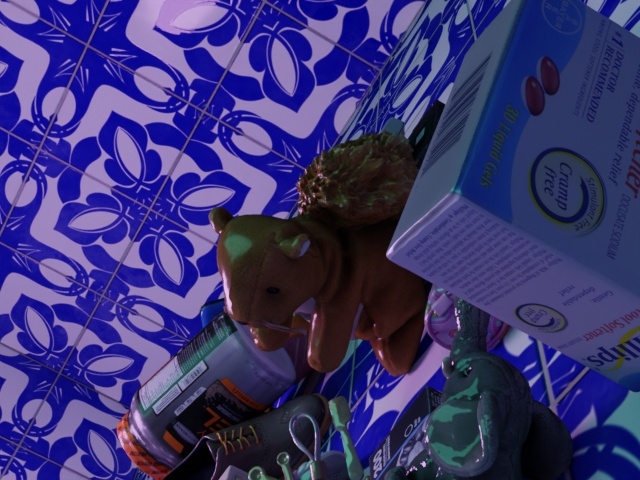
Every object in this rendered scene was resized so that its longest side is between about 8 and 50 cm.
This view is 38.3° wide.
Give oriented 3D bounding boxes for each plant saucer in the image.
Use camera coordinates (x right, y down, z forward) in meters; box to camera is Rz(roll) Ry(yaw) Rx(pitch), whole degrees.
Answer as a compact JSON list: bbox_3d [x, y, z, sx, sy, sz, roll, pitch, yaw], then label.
[{"bbox_3d":[-0.041,0.168,2.063,0.332,0.084,0.332,-174,90,-87],"label":"plant saucer"}]

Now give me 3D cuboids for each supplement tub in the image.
[{"bbox_3d":[-0.231,0.312,1.842,0.338,0.207,0.207,-43,13,8],"label":"supplement tub"}]

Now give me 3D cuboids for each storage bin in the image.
[{"bbox_3d":[0.240,-0.195,1.921,0.122,0.084,0.180,-54,13,36],"label":"storage bin"}]

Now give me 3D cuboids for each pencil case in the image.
[{"bbox_3d":[0.208,0.037,1.331,0.124,0.124,0.284,-55,12,31],"label":"pencil case"}]

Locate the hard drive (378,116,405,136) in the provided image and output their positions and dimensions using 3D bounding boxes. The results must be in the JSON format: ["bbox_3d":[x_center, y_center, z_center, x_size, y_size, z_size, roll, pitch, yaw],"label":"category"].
[{"bbox_3d":[0.118,-0.095,1.967,0.203,0.040,0.307,-58,-17,-22],"label":"hard drive"}]

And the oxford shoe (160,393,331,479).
[{"bbox_3d":[-0.140,0.401,1.738,0.363,0.133,0.130,-37,48,-2],"label":"oxford shoe"}]

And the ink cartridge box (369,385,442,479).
[{"bbox_3d":[0.109,0.329,1.236,0.208,0.045,0.206,-59,10,20],"label":"ink cartridge box"}]

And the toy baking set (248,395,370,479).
[{"bbox_3d":[-0.014,0.370,1.427,0.256,0.030,0.196,-49,54,-5],"label":"toy baking set"}]

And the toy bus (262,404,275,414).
[{"bbox_3d":[-0.202,0.368,2.060,0.220,0.211,0.150,94,172,-53],"label":"toy bus"}]

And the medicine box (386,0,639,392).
[{"bbox_3d":[0.249,-0.049,0.860,0.264,0.289,0.149,-66,9,-28],"label":"medicine box"}]

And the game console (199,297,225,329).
[{"bbox_3d":[-0.169,0.211,2.252,0.173,0.250,0.293,-126,25,-56],"label":"game console"}]

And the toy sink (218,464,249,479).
[{"bbox_3d":[-0.136,0.532,1.590,0.131,0.152,0.234,-55,11,28],"label":"toy sink"}]

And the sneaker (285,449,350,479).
[{"bbox_3d":[-0.024,0.467,1.464,0.115,0.105,0.281,31,87,45],"label":"sneaker"}]

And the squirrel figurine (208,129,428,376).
[{"bbox_3d":[0.000,0.000,1.448,0.281,0.370,0.397,24,89,39],"label":"squirrel figurine"}]

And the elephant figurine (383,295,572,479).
[{"bbox_3d":[0.166,0.198,0.942,0.240,0.186,0.169,-67,-14,17],"label":"elephant figurine"}]

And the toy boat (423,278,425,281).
[{"bbox_3d":[0.131,0.020,1.740,0.268,0.148,0.318,-64,22,7],"label":"toy boat"}]
